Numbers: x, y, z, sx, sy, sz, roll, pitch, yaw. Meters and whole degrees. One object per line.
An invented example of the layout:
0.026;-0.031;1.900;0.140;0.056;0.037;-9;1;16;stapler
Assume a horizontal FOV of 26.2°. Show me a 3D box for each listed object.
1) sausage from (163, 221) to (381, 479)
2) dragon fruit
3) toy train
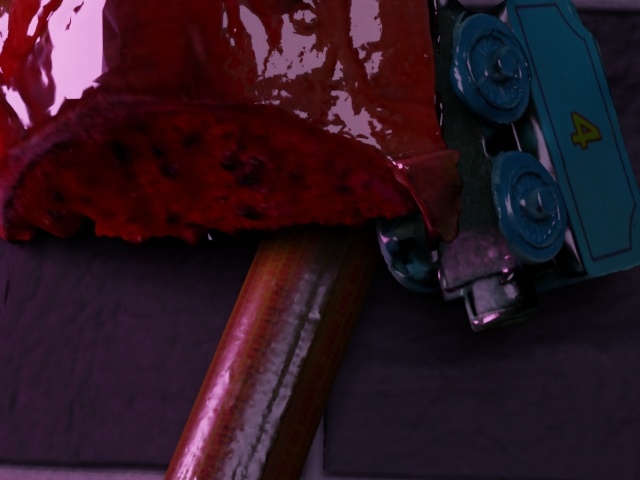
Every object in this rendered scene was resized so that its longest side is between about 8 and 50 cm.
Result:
0.000;0.000;0.818;0.082;0.082;0.371;19;69;8;sausage
-0.088;-0.131;0.758;0.343;0.100;0.282;-4;83;32;dragon fruit
0.102;-0.051;0.783;0.154;0.107;0.198;-9;82;-44;toy train
